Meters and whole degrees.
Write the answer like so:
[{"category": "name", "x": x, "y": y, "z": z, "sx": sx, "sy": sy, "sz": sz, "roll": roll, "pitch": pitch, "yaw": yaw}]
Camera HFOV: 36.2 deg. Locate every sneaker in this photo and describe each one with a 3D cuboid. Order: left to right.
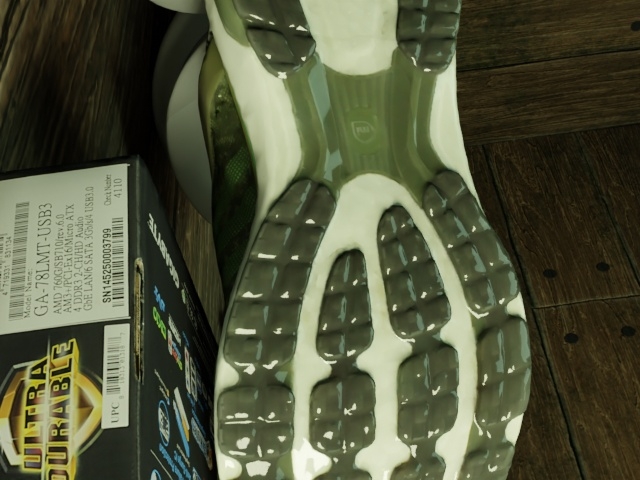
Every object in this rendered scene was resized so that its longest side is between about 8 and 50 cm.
[{"category": "sneaker", "x": 0.000, "y": 0.000, "z": 0.537, "sx": 0.182, "sy": 0.158, "sz": 0.410, "roll": 142, "pitch": -51, "yaw": -68}]

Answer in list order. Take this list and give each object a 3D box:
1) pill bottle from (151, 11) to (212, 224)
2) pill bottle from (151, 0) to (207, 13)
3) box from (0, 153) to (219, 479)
[{"category": "pill bottle", "x": -0.021, "y": -0.139, "z": 0.853, "sx": 0.407, "sy": 0.229, "sz": 0.229, "roll": -91, "pitch": 174, "yaw": -70}, {"category": "pill bottle", "x": -0.085, "y": -0.260, "z": 0.549, "sx": 0.264, "sy": 0.153, "sz": 0.153, "roll": 79, "pitch": 4, "yaw": -63}, {"category": "box", "x": -0.076, "y": 0.164, "z": 0.436, "sx": 0.295, "sy": 0.073, "sz": 0.293, "roll": 80, "pitch": 4, "yaw": -57}]
